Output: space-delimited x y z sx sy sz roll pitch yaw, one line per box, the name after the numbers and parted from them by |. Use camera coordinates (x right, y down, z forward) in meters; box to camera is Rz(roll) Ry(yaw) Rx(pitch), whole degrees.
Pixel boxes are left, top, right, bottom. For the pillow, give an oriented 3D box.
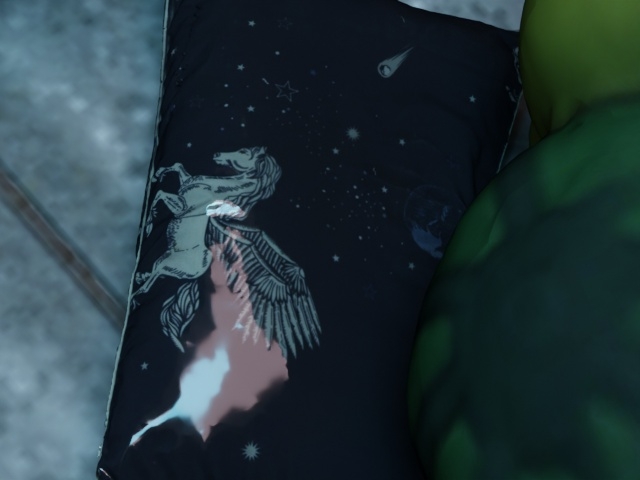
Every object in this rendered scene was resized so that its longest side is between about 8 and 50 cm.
0.000 0.000 0.535 0.141 0.055 0.208 15 65 -15 | pillow

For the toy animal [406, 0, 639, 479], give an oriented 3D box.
0.138 -0.021 0.478 0.191 0.216 0.338 49 57 -37 | toy animal
